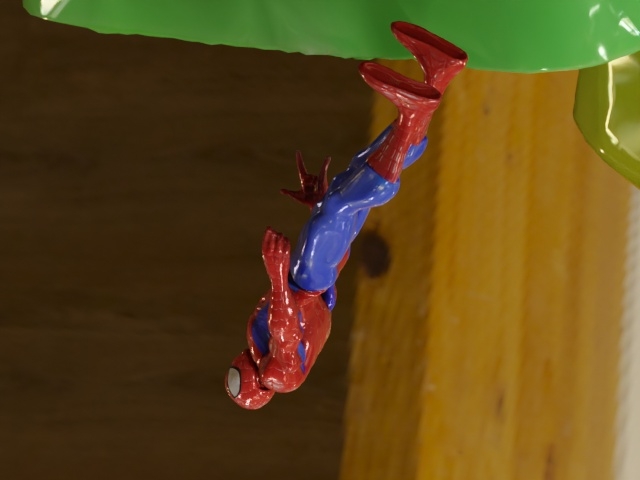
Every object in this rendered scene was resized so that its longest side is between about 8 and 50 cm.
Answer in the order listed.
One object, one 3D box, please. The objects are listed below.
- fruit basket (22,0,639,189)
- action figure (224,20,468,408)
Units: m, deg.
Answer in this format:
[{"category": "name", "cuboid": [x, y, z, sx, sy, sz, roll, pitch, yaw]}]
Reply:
[{"category": "fruit basket", "cuboid": [0.113, -0.138, 0.625, 0.283, 0.392, 0.392, 12, -94, 42]}, {"category": "action figure", "cuboid": [0.000, 0.000, 0.463, 0.030, 0.038, 0.115, 24, -55, 2]}]
